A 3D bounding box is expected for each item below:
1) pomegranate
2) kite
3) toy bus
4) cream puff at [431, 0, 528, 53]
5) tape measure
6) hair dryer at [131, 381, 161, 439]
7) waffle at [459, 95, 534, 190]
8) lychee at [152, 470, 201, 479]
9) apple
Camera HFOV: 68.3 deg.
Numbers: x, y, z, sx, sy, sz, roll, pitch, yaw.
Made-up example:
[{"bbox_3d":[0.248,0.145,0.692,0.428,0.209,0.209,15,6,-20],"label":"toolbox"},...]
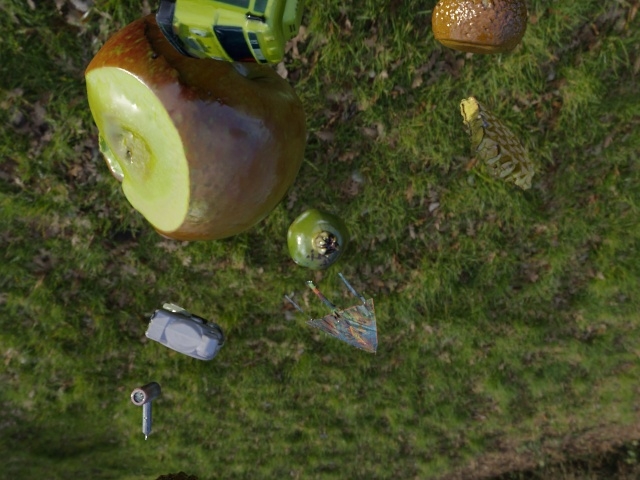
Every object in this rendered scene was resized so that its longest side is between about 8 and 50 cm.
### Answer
[{"bbox_3d":[0.003,-0.011,1.332,0.179,0.180,0.210,23,152,-21],"label":"pomegranate"},{"bbox_3d":[0.034,0.117,0.717,0.160,0.010,0.182,47,143,-11],"label":"kite"},{"bbox_3d":[-0.078,-0.329,0.507,0.149,0.262,0.128,12,-177,-1],"label":"toy bus"},{"bbox_3d":[0.491,-0.692,1.447,0.302,0.303,0.212,11,109,-4],"label":"cream puff"},{"bbox_3d":[-0.350,0.240,1.248,0.195,0.105,0.178,24,166,-11],"label":"tape measure"},{"bbox_3d":[-0.363,0.359,0.983,0.037,0.115,0.063,-2,176,7],"label":"hair dryer"},{"bbox_3d":[0.468,-0.267,1.261,0.283,0.310,0.065,-15,156,-51],"label":"waffle"},{"bbox_3d":[-0.218,0.444,0.705,0.238,0.200,0.200,-25,162,-34],"label":"lychee"},{"bbox_3d":[-0.223,-0.183,0.829,0.383,0.375,0.374,20,145,-37],"label":"apple"}]
